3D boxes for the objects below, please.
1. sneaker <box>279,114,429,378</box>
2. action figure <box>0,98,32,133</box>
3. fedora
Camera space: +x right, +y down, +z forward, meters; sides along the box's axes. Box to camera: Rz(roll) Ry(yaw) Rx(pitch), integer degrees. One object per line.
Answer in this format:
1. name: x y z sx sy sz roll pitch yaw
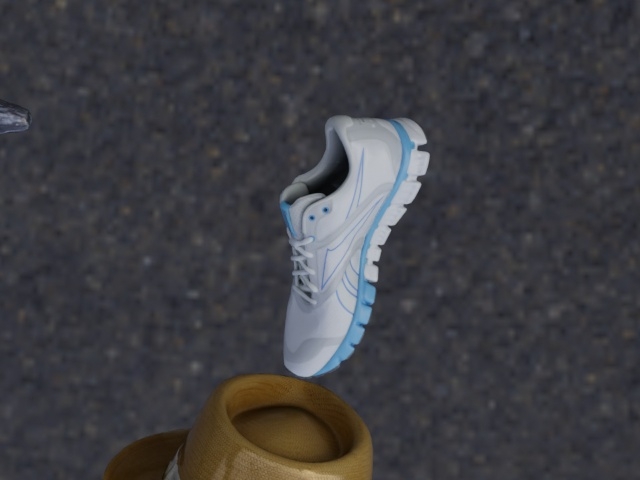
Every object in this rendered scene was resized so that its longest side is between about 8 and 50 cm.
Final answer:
1. sneaker: 0.000 0.000 1.296 0.083 0.190 0.071 12 -169 -37
2. action figure: -0.347 -0.038 1.182 0.330 0.341 0.178 -1 179 43
3. fedora: -0.024 0.125 1.055 0.194 0.194 0.079 13 107 -16
